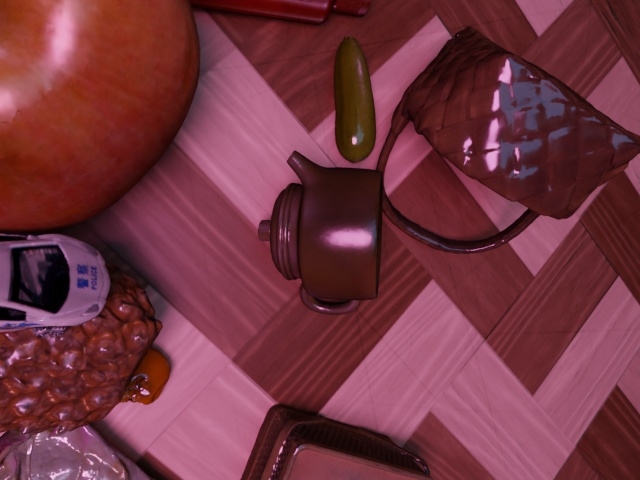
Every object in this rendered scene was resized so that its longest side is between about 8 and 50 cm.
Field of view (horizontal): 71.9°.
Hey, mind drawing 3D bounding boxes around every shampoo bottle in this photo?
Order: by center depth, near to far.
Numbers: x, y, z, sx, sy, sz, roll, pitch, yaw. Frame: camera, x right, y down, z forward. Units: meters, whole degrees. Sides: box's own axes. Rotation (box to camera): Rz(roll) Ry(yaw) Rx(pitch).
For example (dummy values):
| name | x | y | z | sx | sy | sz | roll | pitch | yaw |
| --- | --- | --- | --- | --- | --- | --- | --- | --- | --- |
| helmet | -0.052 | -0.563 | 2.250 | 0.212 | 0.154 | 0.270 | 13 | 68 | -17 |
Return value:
| name | x | y | z | sx | sy | sz | roll | pitch | yaw |
| --- | --- | --- | --- | --- | --- | --- | --- | --- | --- |
| shampoo bottle | -0.076 | -0.383 | 0.639 | 0.314 | 0.076 | 0.118 | -2 | 84 | -20 |

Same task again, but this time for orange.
| name | x | y | z | sx | sy | sz | roll | pitch | yaw |
| --- | --- | --- | --- | --- | --- | --- | --- | --- | --- |
| orange | -0.245 | 0.182 | 0.590 | 0.086 | 0.062 | 0.086 | 1 | 87 | -22 |

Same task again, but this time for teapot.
| name | x | y | z | sx | sy | sz | roll | pitch | yaw |
| --- | --- | --- | --- | --- | --- | --- | --- | --- | --- |
| teapot | 0.000 | 0.000 | 0.632 | 0.175 | 0.185 | 0.267 | 4 | 121 | 12 |

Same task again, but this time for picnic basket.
| name | x | y | z | sx | sy | sz | roll | pitch | yaw |
| --- | --- | --- | --- | --- | --- | --- | --- | --- | --- |
| picnic basket | 0.023 | 0.367 | 0.649 | 0.267 | 0.139 | 0.165 | 24 | 83 | -19 |
| picnic basket | 0.231 | -0.118 | 0.677 | 0.293 | 0.337 | 0.337 | 27 | 81 | -9 |

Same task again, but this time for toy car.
| name | x | y | z | sx | sy | sz | roll | pitch | yaw |
| --- | --- | --- | --- | --- | --- | --- | --- | --- | --- |
| toy car | -0.286 | 0.034 | 0.370 | 0.205 | 0.056 | 0.095 | 3 | 67 | -36 |

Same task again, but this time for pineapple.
| name | x | y | z | sx | sy | sz | roll | pitch | yaw |
| --- | --- | --- | --- | --- | --- | --- | --- | --- | --- |
| pineapple | -0.364 | 0.087 | 0.424 | 0.362 | 0.202 | 0.202 | 20 | 83 | -47 |

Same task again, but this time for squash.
| name | x | y | z | sx | sy | sz | roll | pitch | yaw |
| --- | --- | --- | --- | --- | --- | --- | --- | --- | --- |
| squash | 0.052 | -0.222 | 0.697 | 0.066 | 0.066 | 0.201 | -2 | 85 | -20 |

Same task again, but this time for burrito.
| name | x | y | z | sx | sy | sz | roll | pitch | yaw |
| --- | --- | --- | --- | --- | --- | --- | --- | --- | --- |
| burrito | -0.306 | 0.315 | 0.558 | 0.144 | 0.089 | 0.229 | -43 | 105 | -29 |

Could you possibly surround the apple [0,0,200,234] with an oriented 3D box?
| name | x | y | z | sx | sy | sz | roll | pitch | yaw |
| --- | --- | --- | --- | --- | --- | --- | --- | --- | --- |
| apple | -0.317 | -0.187 | 0.413 | 0.391 | 0.346 | 0.391 | -2 | 96 | -25 |
